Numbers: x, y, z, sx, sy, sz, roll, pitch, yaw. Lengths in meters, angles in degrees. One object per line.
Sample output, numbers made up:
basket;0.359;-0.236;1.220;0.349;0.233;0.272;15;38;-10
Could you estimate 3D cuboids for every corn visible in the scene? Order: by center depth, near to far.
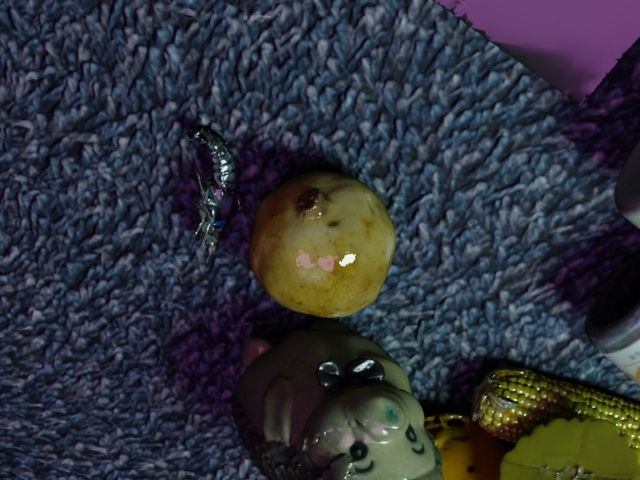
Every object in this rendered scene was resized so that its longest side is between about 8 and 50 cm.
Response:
corn;0.346;0.238;1.593;0.293;0.106;0.106;12;120;1

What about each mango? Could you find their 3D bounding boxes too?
mango;0.200;0.370;1.664;0.201;0.153;0.287;-25;113;11

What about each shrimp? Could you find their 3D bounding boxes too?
shrimp;-0.136;-0.059;1.544;0.076;0.082;0.174;4;112;15

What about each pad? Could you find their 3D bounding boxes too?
pad;0.255;-0.283;1.384;0.243;0.004;0.164;34;119;-8

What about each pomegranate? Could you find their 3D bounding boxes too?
pomegranate;0.000;0.000;1.491;0.196;0.196;0.196;5;119;9

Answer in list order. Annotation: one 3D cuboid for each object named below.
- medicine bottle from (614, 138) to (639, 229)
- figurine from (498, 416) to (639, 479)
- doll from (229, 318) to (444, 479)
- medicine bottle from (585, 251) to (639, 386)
medicine bottle;0.523;-0.016;1.354;0.339;0.208;0.208;37;119;-9
figurine;0.384;0.367;1.563;0.187;0.168;0.315;-24;137;22
doll;0.028;0.245;1.526;0.247;0.349;0.247;-13;129;-17
medicine bottle;0.473;0.144;1.469;0.273;0.165;0.165;41;118;-7
